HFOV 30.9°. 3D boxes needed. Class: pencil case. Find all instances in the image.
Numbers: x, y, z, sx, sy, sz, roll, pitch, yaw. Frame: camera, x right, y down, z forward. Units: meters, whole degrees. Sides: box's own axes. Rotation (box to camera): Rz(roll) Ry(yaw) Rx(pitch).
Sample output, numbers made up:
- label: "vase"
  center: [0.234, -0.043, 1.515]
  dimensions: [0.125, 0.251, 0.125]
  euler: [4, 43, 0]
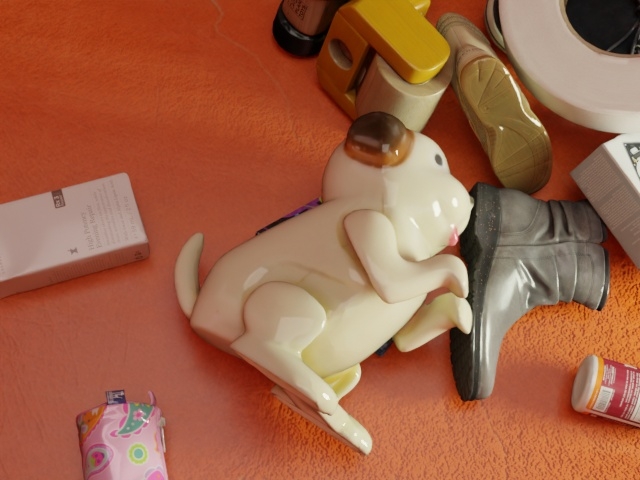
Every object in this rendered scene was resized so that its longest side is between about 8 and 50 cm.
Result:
- label: "pencil case"
  center: [-0.247, 0.348, 1.537]
  dimensions: [0.124, 0.124, 0.284]
  euler: [-11, 71, -9]

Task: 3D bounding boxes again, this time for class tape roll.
- label: "tape roll"
  center: [0.460, -0.347, 1.711]
  dimensions: [0.392, 0.072, 0.392]
  euler: [-4, 72, 11]

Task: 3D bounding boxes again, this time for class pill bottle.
- label: "pill bottle"
  center: [0.445, 0.224, 1.658]
  dimensions: [0.152, 0.086, 0.086]
  euler: [17, 71, 0]

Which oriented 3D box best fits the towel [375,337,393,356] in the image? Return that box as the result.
- label: "towel"
  center: [0.099, 0.106, 1.695]
  dimensions: [0.067, 0.029, 0.119]
  euler: [37, 74, 10]

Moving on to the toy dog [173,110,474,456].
- label: "toy dog"
  center: [0.039, 0.030, 1.591]
  dimensions: [0.395, 0.284, 0.408]
  euler: [29, 75, 35]

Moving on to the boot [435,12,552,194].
- label: "boot"
  center: [0.259, -0.210, 1.767]
  dimensions: [0.095, 0.262, 0.203]
  euler: [-30, 34, 8]

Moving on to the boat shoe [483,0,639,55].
- label: "boat shoe"
  center: [0.508, -0.330, 1.812]
  dimensions: [0.500, 0.156, 0.186]
  euler: [14, 73, 1]

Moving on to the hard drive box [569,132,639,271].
- label: "hard drive box"
  center: [0.513, -0.055, 1.722]
  dimensions: [0.181, 0.089, 0.232]
  euler: [-25, 75, -37]

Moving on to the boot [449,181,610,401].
- label: "boot"
  center: [0.314, 0.080, 1.684]
  dimensions: [0.223, 0.118, 0.338]
  euler: [10, 75, -7]

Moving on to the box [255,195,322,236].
- label: "box"
  center: [0.000, 0.000, 1.722]
  dimensions: [0.162, 0.029, 0.116]
  euler: [-30, 77, -12]

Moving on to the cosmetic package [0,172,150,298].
- label: "cosmetic package"
  center: [-0.372, -0.007, 1.663]
  dimensions: [0.231, 0.085, 0.117]
  euler: [-16, 74, -11]

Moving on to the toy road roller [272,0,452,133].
- label: "toy road roller"
  center: [0.103, -0.339, 1.759]
  dimensions: [0.240, 0.202, 0.329]
  euler: [-33, 76, -26]
